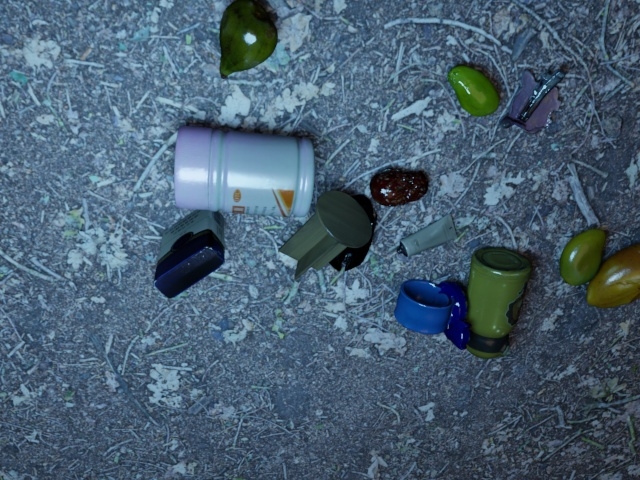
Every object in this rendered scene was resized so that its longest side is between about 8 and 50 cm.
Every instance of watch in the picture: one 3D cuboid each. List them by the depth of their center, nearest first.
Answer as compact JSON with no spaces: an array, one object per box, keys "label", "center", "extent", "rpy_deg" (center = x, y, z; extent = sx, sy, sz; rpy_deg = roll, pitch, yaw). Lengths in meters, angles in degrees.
[{"label":"watch","center":[0.328,0.208,1.446],"extent":[0.200,0.196,0.170],"rpy_deg":[3,105,-19]}]

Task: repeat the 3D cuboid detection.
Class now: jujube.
[{"label":"jujube","center":[0.213,-0.138,1.311],"extent":[0.166,0.104,0.104],"rpy_deg":[-2,115,-9]}]

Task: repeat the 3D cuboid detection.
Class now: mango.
[{"label":"mango","center":[0.392,-0.382,1.241],"extent":[0.165,0.074,0.091],"rpy_deg":[34,107,-22]},{"label":"mango","center":[0.816,0.052,1.517],"extent":[0.122,0.085,0.190],"rpy_deg":[4,105,-1]},{"label":"mango","center":[0.970,0.120,1.545],"extent":[0.257,0.138,0.187],"rpy_deg":[-29,134,8]}]

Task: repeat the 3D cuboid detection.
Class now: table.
[{"label":"table","center":[0.000,0.000,1.273],"extent":[0.167,0.167,0.227],"rpy_deg":[28,135,-20]}]

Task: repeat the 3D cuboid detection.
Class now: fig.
[{"label":"fig","center":[-0.175,-0.458,1.108],"extent":[0.133,0.185,0.126],"rpy_deg":[36,66,-18]}]

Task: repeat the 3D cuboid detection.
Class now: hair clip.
[{"label":"hair clip","center":[0.581,-0.373,1.296],"extent":[0.146,0.056,0.187],"rpy_deg":[16,120,-17]}]

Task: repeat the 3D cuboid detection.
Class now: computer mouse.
[{"label":"computer mouse","center":[0.088,-0.015,1.362],"extent":[0.147,0.077,0.241],"rpy_deg":[7,114,-11]}]

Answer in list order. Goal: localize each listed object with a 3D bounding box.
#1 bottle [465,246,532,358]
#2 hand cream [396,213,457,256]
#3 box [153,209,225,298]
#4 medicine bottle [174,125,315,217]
[{"label":"bottle","center":[0.531,0.208,1.494],"extent":[0.172,0.171,0.350],"rpy_deg":[-4,118,-8]},{"label":"hand cream","center":[0.311,-0.005,1.421],"extent":[0.186,0.054,0.087],"rpy_deg":[-24,112,-5]},{"label":"box","center":[-0.322,0.017,1.204],"extent":[0.168,0.259,0.071],"rpy_deg":[-33,118,5]},{"label":"medicine bottle","center":[-0.184,-0.164,1.175],"extent":[0.316,0.202,0.202],"rpy_deg":[4,114,-11]}]
